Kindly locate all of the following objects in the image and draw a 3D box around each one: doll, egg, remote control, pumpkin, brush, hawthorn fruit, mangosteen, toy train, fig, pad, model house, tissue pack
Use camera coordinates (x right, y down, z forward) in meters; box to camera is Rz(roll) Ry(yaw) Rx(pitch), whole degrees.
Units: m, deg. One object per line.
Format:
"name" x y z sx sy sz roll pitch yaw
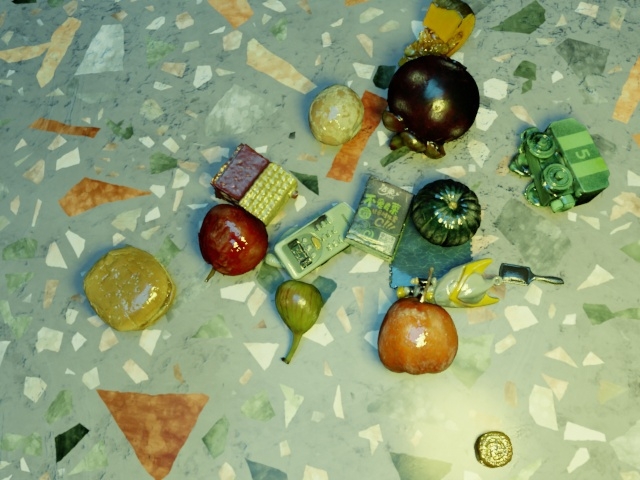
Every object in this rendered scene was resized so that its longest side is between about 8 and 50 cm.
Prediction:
"doll" -0.090 0.016 1.778 0.214 0.071 0.103 -40 71 -11
"egg" 0.055 -0.431 1.848 0.195 0.195 0.233 3 50 9
"remote control" 0.000 0.000 1.739 0.296 0.056 0.140 -33 94 -18
"pumpkin" 0.395 -0.087 1.689 0.220 0.162 0.220 1 74 -3
"pumpkin" 0.412 -0.725 1.896 0.280 0.190 0.139 -44 73 -7
"brush" 0.656 0.112 1.674 0.193 0.016 0.063 9 74 11
"hawthorn fruit" 0.266 0.273 1.547 0.231 0.235 0.263 -29 96 30
"doll" 0.395 0.148 1.647 0.316 0.103 0.145 -12 87 11
"mangosteen" 0.350 -0.431 1.771 0.307 0.307 0.347 35 109 17
"hawthorn fruit" -0.293 0.025 1.742 0.230 0.210 0.266 29 95 21
"toy train" 0.755 -0.235 1.710 0.238 0.167 0.299 -14 71 -8
"fig" -0.079 0.252 1.665 0.151 0.151 0.259 7 77 10
"pad" 0.358 0.032 1.745 0.270 0.012 0.269 -1 71 8
"model house" -0.212 -0.174 1.815 0.254 0.160 0.196 32 78 15
"tissue pack" 0.192 -0.071 1.740 0.173 0.073 0.235 23 73 -3

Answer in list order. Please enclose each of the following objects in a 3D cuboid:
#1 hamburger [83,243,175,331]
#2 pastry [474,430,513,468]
"hamburger" -0.632 0.154 1.772 0.283 0.144 0.259 34 82 22
"pastry" 0.489 0.589 1.517 0.109 0.057 0.097 -36 69 -6
